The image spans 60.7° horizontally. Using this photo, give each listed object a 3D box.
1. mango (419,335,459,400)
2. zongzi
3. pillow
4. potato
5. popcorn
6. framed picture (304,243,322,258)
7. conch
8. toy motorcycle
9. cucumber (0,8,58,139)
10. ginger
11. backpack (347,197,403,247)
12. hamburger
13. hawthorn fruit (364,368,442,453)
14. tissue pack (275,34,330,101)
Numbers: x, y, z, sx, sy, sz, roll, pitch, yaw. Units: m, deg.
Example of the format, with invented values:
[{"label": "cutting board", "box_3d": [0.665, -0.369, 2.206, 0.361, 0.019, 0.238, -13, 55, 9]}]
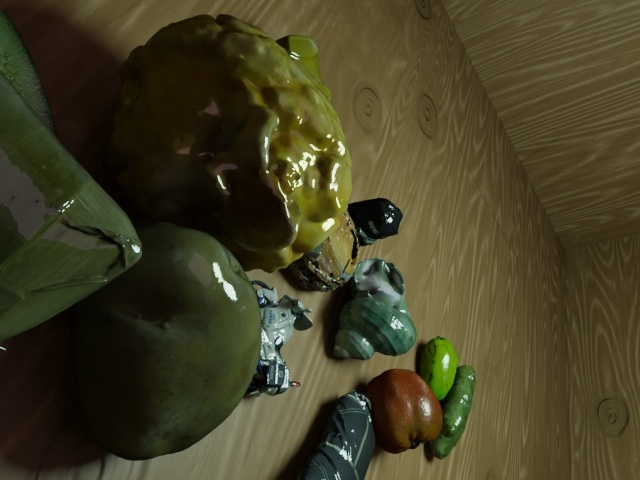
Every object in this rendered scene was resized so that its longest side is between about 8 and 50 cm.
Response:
[{"label": "mango", "box_3d": [0.332, 0.359, 1.527, 0.119, 0.100, 0.179, 32, 62, -49]}, {"label": "zongzi", "box_3d": [-0.427, -0.014, 0.499, 0.392, 0.174, 0.356, -37, 106, -9]}, {"label": "pillow", "box_3d": [0.036, 0.437, 1.075, 0.335, 0.092, 0.162, -44, 126, -58]}, {"label": "potato", "box_3d": [-0.204, 0.131, 0.735, 0.243, 0.221, 0.327, -7, 105, -26]}, {"label": "popcorn", "box_3d": [-0.135, -0.139, 0.869, 0.354, 0.344, 0.390, 0, 69, -49]}, {"label": "framed picture", "box_3d": [-0.095, -0.146, 1.111, 0.247, 0.022, 0.335, 17, 59, -18]}, {"label": "conch", "box_3d": [0.127, 0.176, 1.268, 0.220, 0.195, 0.277, 47, 63, -3]}, {"label": "toy motorcycle", "box_3d": [-0.087, 0.186, 1.027, 0.150, 0.102, 0.221, 19, 56, -26]}, {"label": "cucumber", "box_3d": [-0.432, -0.201, 0.728, 0.115, 0.063, 0.244, -9, 84, -47]}, {"label": "ginger", "box_3d": [0.373, 0.471, 1.521, 0.089, 0.137, 0.290, 35, 38, -1]}, {"label": "backpack", "box_3d": [0.115, -0.043, 1.336, 0.120, 0.165, 0.106, 31, 63, -39]}, {"label": "hamburger", "box_3d": [0.000, 0.000, 1.210, 0.231, 0.106, 0.231, 32, 50, -48]}, {"label": "hawthorn fruit", "box_3d": [0.183, 0.387, 1.249, 0.189, 0.189, 0.189, 26, 56, -47]}, {"label": "tissue pack", "box_3d": [-0.064, -0.367, 1.257, 0.123, 0.127, 0.178, -15, 88, -48]}]
